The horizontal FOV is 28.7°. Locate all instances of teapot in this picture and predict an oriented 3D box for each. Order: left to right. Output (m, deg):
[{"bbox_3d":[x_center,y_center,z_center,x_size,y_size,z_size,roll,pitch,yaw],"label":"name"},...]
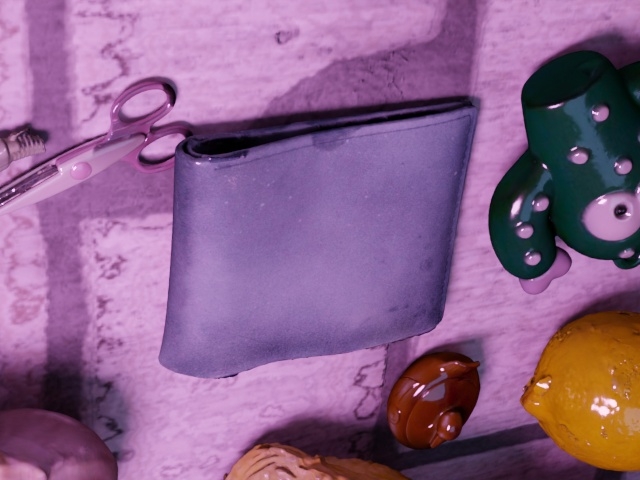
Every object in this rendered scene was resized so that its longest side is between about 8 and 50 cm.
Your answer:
[{"bbox_3d":[0.124,0.168,1.291,0.098,0.078,0.129,7,121,-31],"label":"teapot"}]

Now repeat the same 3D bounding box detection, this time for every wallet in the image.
[{"bbox_3d":[0.000,0.001,1.116,0.290,0.054,0.251,-10,130,-21],"label":"wallet"}]

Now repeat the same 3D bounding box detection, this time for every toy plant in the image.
[{"bbox_3d":[0.266,-0.063,1.159,0.232,0.112,0.243,-9,123,-14],"label":"toy plant"}]

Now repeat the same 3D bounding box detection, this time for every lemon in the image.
[{"bbox_3d":[0.312,0.158,1.317,0.206,0.173,0.173,-2,127,-13],"label":"lemon"}]

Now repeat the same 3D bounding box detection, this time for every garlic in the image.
[{"bbox_3d":[-0.285,0.302,1.087,0.231,0.246,0.340,-6,109,-34],"label":"garlic"}]

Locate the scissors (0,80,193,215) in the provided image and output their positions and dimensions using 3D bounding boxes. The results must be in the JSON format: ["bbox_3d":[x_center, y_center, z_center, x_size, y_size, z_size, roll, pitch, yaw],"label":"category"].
[{"bbox_3d":[-0.187,-0.062,0.993,0.176,0.022,0.085,-28,134,-8],"label":"scissors"}]

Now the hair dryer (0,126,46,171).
[{"bbox_3d":[-0.344,-0.006,0.940,0.225,0.088,0.219,1,133,-46],"label":"hair dryer"}]

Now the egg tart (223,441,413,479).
[{"bbox_3d":[0.040,0.368,1.299,0.351,0.153,0.339,16,112,6],"label":"egg tart"}]
